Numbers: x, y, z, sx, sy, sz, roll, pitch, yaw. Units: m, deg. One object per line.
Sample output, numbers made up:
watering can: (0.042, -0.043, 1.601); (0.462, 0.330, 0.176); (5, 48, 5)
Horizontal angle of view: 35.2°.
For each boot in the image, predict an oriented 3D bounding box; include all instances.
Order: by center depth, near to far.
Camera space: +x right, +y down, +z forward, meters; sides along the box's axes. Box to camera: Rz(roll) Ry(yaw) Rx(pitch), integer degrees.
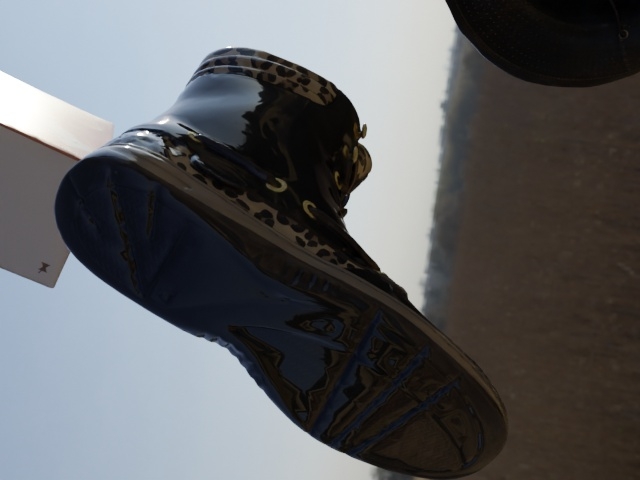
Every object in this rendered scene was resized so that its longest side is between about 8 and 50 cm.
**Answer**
boot: (0.000, 0.000, 0.826); (0.138, 0.377, 0.284); (-53, 9, 32)

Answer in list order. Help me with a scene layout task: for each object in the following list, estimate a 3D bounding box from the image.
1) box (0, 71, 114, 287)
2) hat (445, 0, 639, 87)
box: (-0.412, -0.100, 1.359); (0.168, 0.215, 0.345); (-62, 17, 10)
hat: (0.280, -0.318, 1.006); (0.134, 0.331, 0.331); (-75, -10, -45)
